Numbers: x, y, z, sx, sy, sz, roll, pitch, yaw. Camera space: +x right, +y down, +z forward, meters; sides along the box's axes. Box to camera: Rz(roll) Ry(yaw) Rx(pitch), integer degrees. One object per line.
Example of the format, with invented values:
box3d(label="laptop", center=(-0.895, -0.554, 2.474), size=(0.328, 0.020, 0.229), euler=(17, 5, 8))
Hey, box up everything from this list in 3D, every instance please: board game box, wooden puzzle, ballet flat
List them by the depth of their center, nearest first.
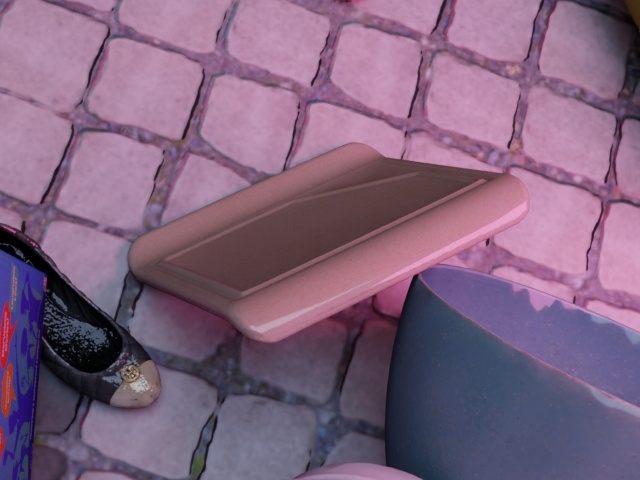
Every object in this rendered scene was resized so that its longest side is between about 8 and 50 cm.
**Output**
box3d(label="board game box", center=(-0.219, 0.086, 0.960), size=(0.047, 0.210, 0.160), euler=(3, 83, 2))
box3d(label="wooden puzzle", center=(0.000, 0.000, 1.076), size=(0.221, 0.238, 0.044), euler=(-25, 111, -20))
box3d(label="ballet flat", center=(-0.182, 0.057, 1.087), size=(0.173, 0.049, 0.057), euler=(41, 65, 7))

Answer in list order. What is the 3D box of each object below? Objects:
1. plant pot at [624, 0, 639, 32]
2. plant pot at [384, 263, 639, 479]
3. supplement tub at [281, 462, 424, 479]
box3d(label="plant pot", center=(0.354, -0.207, 1.212), size=(0.274, 0.275, 0.293), euler=(-27, 60, -20))
box3d(label="plant pot", center=(0.160, 0.163, 1.017), size=(0.290, 0.290, 0.195), euler=(22, 100, -2))
box3d(label="supplement tub", center=(-0.027, 0.264, 0.814), size=(0.228, 0.228, 0.316), euler=(44, 26, 8))
